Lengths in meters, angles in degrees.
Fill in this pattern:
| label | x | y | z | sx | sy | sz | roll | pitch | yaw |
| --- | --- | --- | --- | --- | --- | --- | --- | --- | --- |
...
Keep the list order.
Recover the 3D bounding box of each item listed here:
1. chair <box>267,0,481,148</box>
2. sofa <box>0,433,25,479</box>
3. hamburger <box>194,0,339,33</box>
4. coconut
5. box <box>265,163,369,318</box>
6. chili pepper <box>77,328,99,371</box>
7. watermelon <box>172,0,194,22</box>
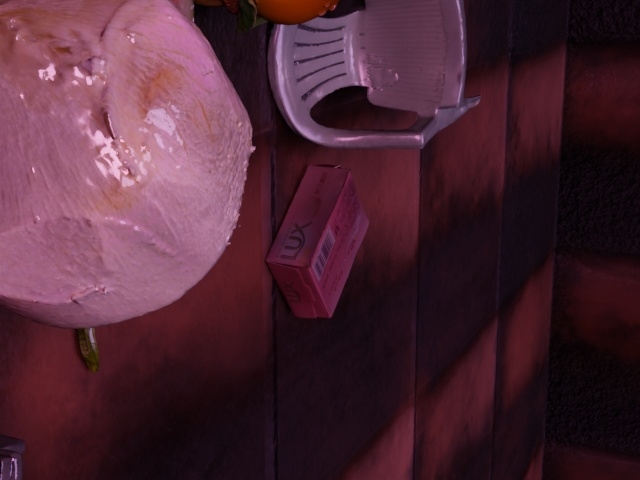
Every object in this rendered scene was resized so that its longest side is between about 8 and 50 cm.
| label | x | y | z | sx | sy | sz | roll | pitch | yaw |
| --- | --- | --- | --- | --- | --- | --- | --- | --- | --- |
| chair | 0.073 | -0.220 | 1.273 | 0.275 | 0.191 | 0.203 | -44 | 134 | -67 |
| sofa | -0.237 | 0.210 | 0.766 | 0.060 | 0.085 | 0.147 | -1 | 96 | -63 |
| hamburger | -0.024 | -0.297 | 0.954 | 0.246 | 0.170 | 0.246 | 14 | 90 | -83 |
| coconut | -0.163 | -0.062 | 0.703 | 0.230 | 0.227 | 0.227 | 46 | 54 | -62 |
| box | 0.000 | 0.000 | 1.284 | 0.156 | 0.060 | 0.111 | -65 | 151 | -30 |
| chili pepper | -0.190 | 0.071 | 0.919 | 0.030 | 0.017 | 0.083 | -6 | 101 | -68 |
| watermelon | -0.165 | -0.201 | 0.868 | 0.119 | 0.063 | 0.245 | -49 | 142 | -32 |
